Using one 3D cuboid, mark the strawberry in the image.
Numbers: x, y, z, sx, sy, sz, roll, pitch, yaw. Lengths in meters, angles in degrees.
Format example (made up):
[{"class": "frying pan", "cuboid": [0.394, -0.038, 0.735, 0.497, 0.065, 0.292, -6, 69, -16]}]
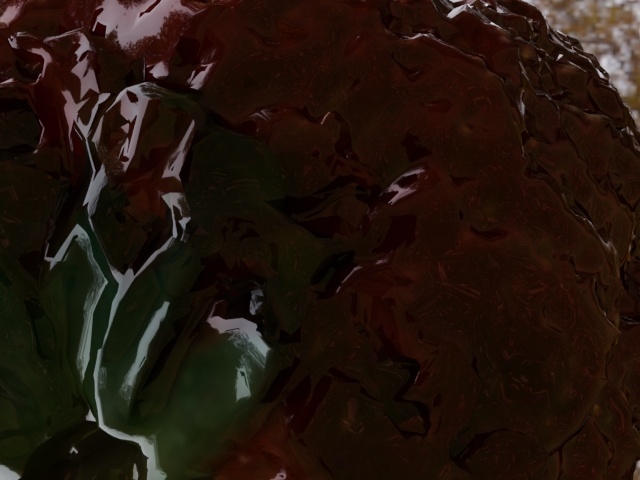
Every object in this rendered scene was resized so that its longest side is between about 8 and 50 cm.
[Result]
[{"class": "strawberry", "cuboid": [0.000, 0.000, 0.453, 0.288, 0.238, 0.250, -45, -46, -47]}]
